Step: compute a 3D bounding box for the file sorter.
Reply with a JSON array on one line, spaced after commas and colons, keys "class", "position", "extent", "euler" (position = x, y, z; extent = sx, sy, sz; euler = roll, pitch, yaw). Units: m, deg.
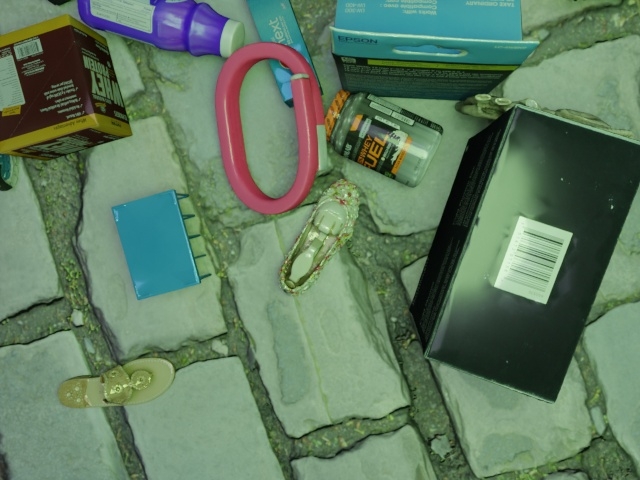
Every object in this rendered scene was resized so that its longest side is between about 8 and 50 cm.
[{"class": "file sorter", "position": [-0.282, 0.006, 0.949], "extent": [0.118, 0.104, 0.171], "euler": [-15, 91, 7]}]

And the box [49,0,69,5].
[{"class": "box", "position": [-0.438, -0.680, 0.929], "extent": [0.318, 0.097, 0.395], "euler": [-22, 92, 3]}]

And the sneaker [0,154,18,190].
[{"class": "sneaker", "position": [-0.631, -0.196, 0.994], "extent": [0.082, 0.071, 0.191], "euler": [13, 94, 11]}]

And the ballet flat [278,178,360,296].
[{"class": "ballet flat", "position": [0.000, 0.000, 0.934], "extent": [0.091, 0.077, 0.241], "euler": [28, 95, 4]}]

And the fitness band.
[{"class": "fitness band", "position": [-0.091, -0.190, 0.895], "extent": [0.208, 0.054, 0.291], "euler": [0, 101, 34]}]

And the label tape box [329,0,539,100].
[{"class": "label tape box", "position": [0.150, -0.294, 0.763], "extent": [0.249, 0.347, 0.115], "euler": [5, 94, 6]}]

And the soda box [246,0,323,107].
[{"class": "soda box", "position": [-0.065, -0.352, 0.923], "extent": [0.071, 0.067, 0.210], "euler": [-20, 91, 7]}]

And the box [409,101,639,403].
[{"class": "box", "position": [0.281, 0.009, 0.787], "extent": [0.178, 0.312, 0.344], "euler": [19, 96, 4]}]

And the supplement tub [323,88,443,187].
[{"class": "supplement tub", "position": [0.103, -0.179, 0.892], "extent": [0.190, 0.117, 0.117], "euler": [25, 96, 4]}]

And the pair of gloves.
[{"class": "pair of gloves", "position": [0.344, -0.200, 0.822], "extent": [0.240, 0.204, 0.042], "euler": [12, 107, 5]}]

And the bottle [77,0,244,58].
[{"class": "bottle", "position": [-0.277, -0.392, 0.917], "extent": [0.282, 0.118, 0.092], "euler": [19, 128, 5]}]

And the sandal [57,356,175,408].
[{"class": "sandal", "position": [-0.403, 0.289, 0.992], "extent": [0.239, 0.079, 0.088], "euler": [-12, 92, 6]}]

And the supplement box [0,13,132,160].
[{"class": "supplement box", "position": [-0.481, -0.267, 0.941], "extent": [0.191, 0.129, 0.194], "euler": [-15, 92, 6]}]
